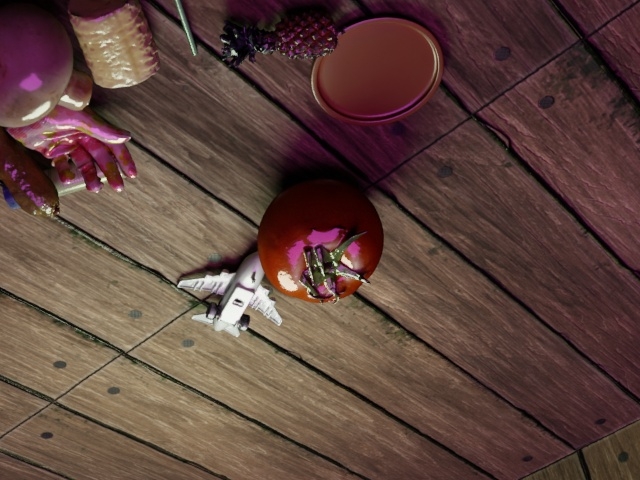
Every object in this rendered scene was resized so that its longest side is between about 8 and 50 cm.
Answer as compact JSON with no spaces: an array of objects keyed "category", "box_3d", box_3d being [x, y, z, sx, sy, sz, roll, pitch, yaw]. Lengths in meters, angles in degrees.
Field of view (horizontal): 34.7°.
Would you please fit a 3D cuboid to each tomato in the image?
[{"category":"tomato","box_3d":[0.000,0.000,2.054,0.256,0.224,0.256,-5,133,-5]}]

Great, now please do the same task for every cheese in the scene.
[{"category":"cheese","box_3d":[-0.344,-0.343,1.713,0.123,0.094,0.167,-20,142,-5]}]

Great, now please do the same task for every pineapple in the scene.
[{"category":"pineapple","box_3d":[-0.064,-0.348,1.763,0.221,0.103,0.083,-8,104,-2]}]

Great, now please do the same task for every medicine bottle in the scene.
[{"category":"medicine bottle","box_3d":[-0.485,-0.116,1.950,0.231,0.059,0.059,-15,137,6]}]

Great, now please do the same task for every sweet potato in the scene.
[{"category":"sweet potato","box_3d":[-0.565,-0.153,1.858,0.075,0.075,0.273,-24,114,14]}]

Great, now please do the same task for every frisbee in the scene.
[{"category":"frisbee","box_3d":[0.104,-0.311,1.891,0.251,0.021,0.251,-6,138,-6]}]

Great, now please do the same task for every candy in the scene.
[{"category":"candy","box_3d":[-0.235,-0.411,1.682,0.091,0.083,0.305,14,150,19]}]

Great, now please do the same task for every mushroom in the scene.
[{"category":"mushroom","box_3d":[-0.476,-0.291,1.678,0.209,0.206,0.206,-23,150,-40]}]

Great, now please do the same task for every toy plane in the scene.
[{"category":"toy plane","box_3d":[-0.180,0.121,2.238,0.251,0.101,0.255,23,129,-16]}]

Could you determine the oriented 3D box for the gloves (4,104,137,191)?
[{"category":"gloves","box_3d":[-0.437,-0.183,1.847,0.241,0.126,0.145,29,106,-32]}]
